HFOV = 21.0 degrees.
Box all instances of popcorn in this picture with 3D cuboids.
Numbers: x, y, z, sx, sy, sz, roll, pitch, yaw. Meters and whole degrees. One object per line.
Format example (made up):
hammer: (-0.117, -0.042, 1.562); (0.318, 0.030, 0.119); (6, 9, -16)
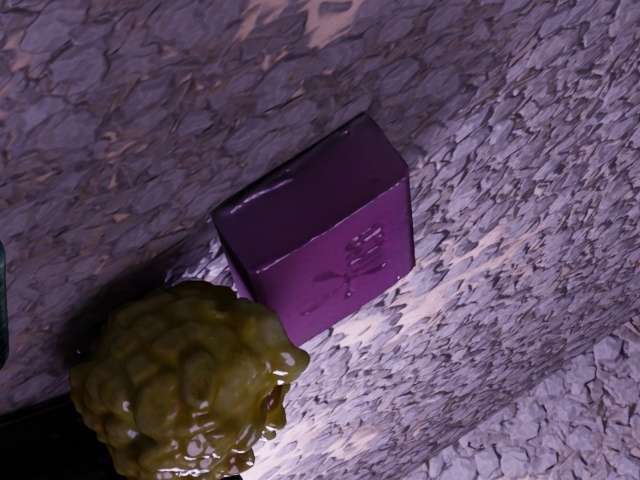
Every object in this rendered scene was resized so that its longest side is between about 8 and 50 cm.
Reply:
popcorn: (-0.117, 0.133, 1.612); (0.217, 0.181, 0.235); (-33, 161, 3)

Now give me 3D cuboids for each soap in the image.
soap: (0.001, 0.002, 1.667); (0.181, 0.081, 0.259); (-33, 161, -9)

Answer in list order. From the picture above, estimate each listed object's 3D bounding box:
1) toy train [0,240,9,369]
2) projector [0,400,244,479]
toy train: (-0.300, 0.007, 0.849); (0.238, 0.299, 0.167); (-43, 167, -25)
projector: (-0.309, 0.368, 1.754); (0.395, 0.242, 0.405); (-15, 151, -45)
